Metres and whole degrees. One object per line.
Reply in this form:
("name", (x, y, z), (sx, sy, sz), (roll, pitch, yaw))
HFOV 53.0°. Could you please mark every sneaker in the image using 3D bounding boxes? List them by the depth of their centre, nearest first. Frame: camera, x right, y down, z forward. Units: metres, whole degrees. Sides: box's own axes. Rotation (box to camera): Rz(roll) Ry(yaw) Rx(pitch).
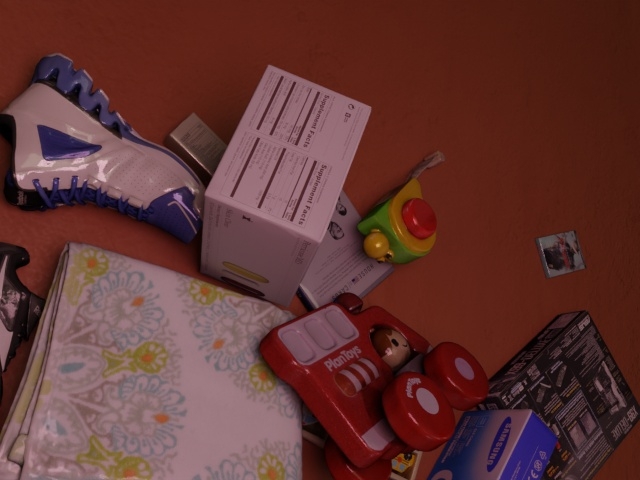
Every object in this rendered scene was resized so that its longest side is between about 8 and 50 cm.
("sneaker", (-0.390, 0.106, 0.786), (0.106, 0.078, 0.235), (-3, 76, -28))
("sneaker", (-0.313, -0.083, 0.866), (0.315, 0.127, 0.182), (42, 64, -5))

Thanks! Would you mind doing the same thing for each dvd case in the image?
("dvd case", (0.000, 0.000, 1.065), (0.179, 0.029, 0.239), (-37, 96, -32))
("dvd case", (0.508, 0.028, 1.355), (0.119, 0.013, 0.087), (-9, 81, -32))

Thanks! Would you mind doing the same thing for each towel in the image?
("towel", (-0.183, 0.189, 0.816), (0.374, 0.090, 0.321), (23, 49, -27))

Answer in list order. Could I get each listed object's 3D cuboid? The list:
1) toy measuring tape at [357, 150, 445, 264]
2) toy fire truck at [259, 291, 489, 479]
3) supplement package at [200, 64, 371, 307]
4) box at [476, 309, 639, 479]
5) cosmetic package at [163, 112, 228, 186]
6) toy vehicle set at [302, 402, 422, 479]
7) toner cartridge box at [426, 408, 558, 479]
("toy measuring tape", (0.166, -0.048, 1.116), (0.121, 0.121, 0.330), (54, 42, -7))
("toy fire truck", (0.078, 0.188, 0.925), (0.254, 0.169, 0.302), (51, 33, 14))
("supplement package", (-0.056, -0.058, 0.868), (0.145, 0.262, 0.204), (21, 65, -2))
("box", (0.455, 0.311, 1.210), (0.307, 0.076, 0.243), (-32, 93, -32))
("cosmetic package", (-0.179, -0.133, 0.992), (0.115, 0.041, 0.060), (46, 60, -11))
("toy vehicle set", (0.060, 0.262, 1.023), (0.266, 0.035, 0.166), (31, 63, -19))
("toner cartridge box", (0.222, 0.423, 0.996), (0.075, 0.165, 0.348), (46, 59, -11))
